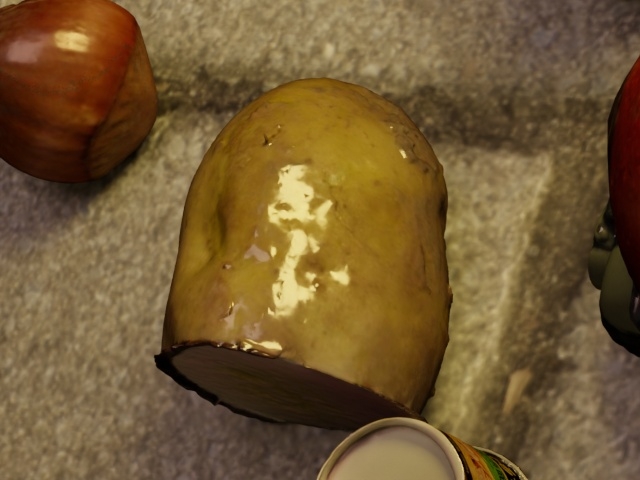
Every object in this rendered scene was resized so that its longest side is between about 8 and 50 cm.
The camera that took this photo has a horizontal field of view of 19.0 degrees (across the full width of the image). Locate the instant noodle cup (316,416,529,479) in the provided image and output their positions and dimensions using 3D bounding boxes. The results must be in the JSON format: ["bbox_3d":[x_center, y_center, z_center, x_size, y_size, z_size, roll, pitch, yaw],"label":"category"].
[{"bbox_3d":[0.068,0.196,1.328,0.151,0.122,0.151,-14,59,24],"label":"instant noodle cup"}]

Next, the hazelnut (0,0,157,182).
[{"bbox_3d":[-0.232,-0.131,1.665,0.182,0.182,0.182,-14,57,22],"label":"hazelnut"}]

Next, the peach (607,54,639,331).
[{"bbox_3d":[0.375,-0.030,1.127,0.416,0.353,0.339,8,75,32],"label":"peach"}]

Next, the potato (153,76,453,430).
[{"bbox_3d":[0.000,0.000,1.427,0.229,0.229,0.266,0,67,30],"label":"potato"}]

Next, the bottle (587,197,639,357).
[{"bbox_3d":[0.309,-0.071,1.325,0.168,0.168,0.347,20,78,36],"label":"bottle"}]
